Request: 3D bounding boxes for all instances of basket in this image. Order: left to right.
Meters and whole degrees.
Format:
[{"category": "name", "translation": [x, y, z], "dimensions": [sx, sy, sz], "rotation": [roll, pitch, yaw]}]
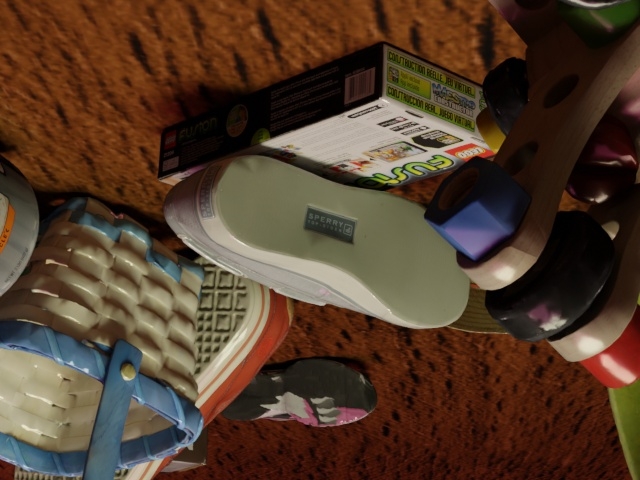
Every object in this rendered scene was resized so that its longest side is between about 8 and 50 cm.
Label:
[{"category": "basket", "translation": [-0.217, 0.132, 1.164], "dimensions": [0.201, 0.289, 0.255], "rotation": [28, 144, -33]}]

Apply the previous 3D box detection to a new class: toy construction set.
[{"category": "toy construction set", "translation": [0.200, -0.074, 0.690], "dimensions": [0.309, 0.257, 0.237], "rotation": [21, -156, -7]}]

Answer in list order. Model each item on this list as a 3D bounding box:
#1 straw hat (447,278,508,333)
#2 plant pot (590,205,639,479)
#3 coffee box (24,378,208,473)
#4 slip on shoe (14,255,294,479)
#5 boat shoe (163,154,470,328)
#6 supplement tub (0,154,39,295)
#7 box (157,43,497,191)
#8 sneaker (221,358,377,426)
[{"category": "straw hat", "translation": [0.129, 0.007, 1.130], "dimensions": [0.144, 0.144, 0.061], "rotation": [1, 120, 3]}, {"category": "plant pot", "translation": [0.330, 0.053, 0.989], "dimensions": [0.254, 0.276, 0.276], "rotation": [-9, 163, -3]}, {"category": "coffee box", "translation": [-0.233, 0.136, 1.461], "dimensions": [0.246, 0.141, 0.098], "rotation": [12, 160, -27]}, {"category": "slip on shoe", "translation": [-0.141, 0.139, 1.324], "dimensions": [0.331, 0.123, 0.101], "rotation": [-47, 152, 20]}, {"category": "boat shoe", "translation": [-0.001, 0.001, 1.007], "dimensions": [0.227, 0.079, 0.081], "rotation": [22, 163, -37]}, {"category": "supplement tub", "translation": [-0.267, -0.031, 0.976], "dimensions": [0.117, 0.117, 0.190], "rotation": [-3, 162, 18]}, {"category": "box", "translation": [0.005, -0.062, 0.977], "dimensions": [0.114, 0.036, 0.207], "rotation": [18, 157, -41]}, {"category": "sneaker", "translation": [-0.016, 0.160, 1.659], "dimensions": [0.178, 0.072, 0.077], "rotation": [2, 176, 29]}]
